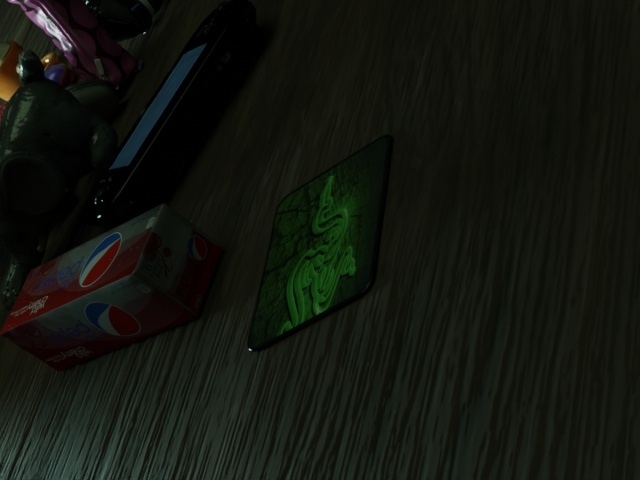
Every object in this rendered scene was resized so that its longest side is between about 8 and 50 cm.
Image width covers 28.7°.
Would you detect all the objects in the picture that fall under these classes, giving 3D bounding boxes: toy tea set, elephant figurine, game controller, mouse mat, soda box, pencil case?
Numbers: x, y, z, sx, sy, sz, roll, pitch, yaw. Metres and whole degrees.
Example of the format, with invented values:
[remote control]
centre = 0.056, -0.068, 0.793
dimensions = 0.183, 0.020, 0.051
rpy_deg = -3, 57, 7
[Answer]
[toy tea set]
centre = -0.457, -0.308, 2.025
dimensions = 0.336, 0.124, 0.200
rpy_deg = -40, 30, 23
[elephant figurine]
centre = -0.369, -0.069, 1.548
dimensions = 0.239, 0.186, 0.169
rpy_deg = -51, -2, -22
[game controller]
centre = -0.184, -0.151, 1.492
dimensions = 0.319, 0.067, 0.166
rpy_deg = -59, 28, -13
[mouse mat]
centre = 0.000, 0.000, 1.102
dimensions = 0.152, 0.007, 0.190
rpy_deg = -30, 36, 36
[soda box]
centre = -0.220, 0.054, 1.290
dimensions = 0.263, 0.083, 0.092
rpy_deg = -22, 39, 45
[pencil case]
centre = -0.350, -0.297, 1.762
dimensions = 0.095, 0.209, 0.098
rpy_deg = -34, 22, 21

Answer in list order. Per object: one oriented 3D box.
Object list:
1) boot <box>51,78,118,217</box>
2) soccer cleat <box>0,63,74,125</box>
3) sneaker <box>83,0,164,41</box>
[boot]
centre = -0.361, -0.102, 1.700
dimensions = 0.246, 0.083, 0.161
rpy_deg = -31, 54, -1
[soccer cleat]
centre = -0.432, -0.179, 1.817
dimensions = 0.248, 0.095, 0.083
rpy_deg = -45, 25, 51
[sneaker]
centre = -0.347, -0.359, 1.857
dimensions = 0.216, 0.079, 0.121
rpy_deg = 13, 57, 14
